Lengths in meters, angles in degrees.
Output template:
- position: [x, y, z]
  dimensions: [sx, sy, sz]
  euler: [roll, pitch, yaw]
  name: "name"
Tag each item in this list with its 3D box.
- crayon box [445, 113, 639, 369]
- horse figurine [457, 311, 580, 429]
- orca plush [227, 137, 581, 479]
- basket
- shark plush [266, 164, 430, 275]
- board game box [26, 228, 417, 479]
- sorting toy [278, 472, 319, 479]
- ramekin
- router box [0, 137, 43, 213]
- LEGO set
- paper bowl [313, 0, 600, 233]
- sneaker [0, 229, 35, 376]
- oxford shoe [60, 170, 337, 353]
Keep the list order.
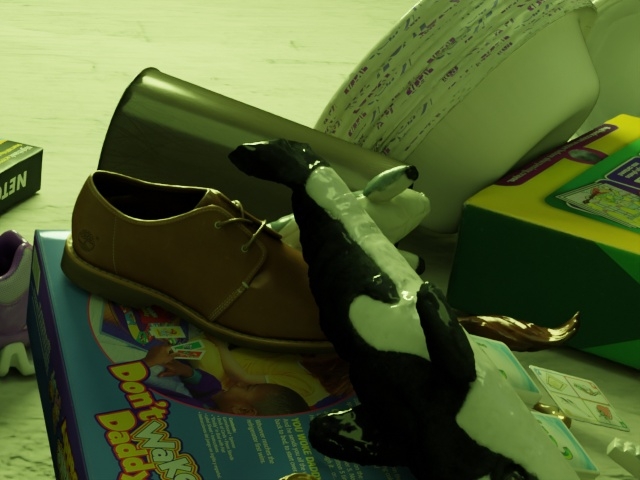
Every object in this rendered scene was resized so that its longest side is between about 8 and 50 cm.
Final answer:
- position: [0.330, 0.010, 1.391]
  dimensions: [0.313, 0.106, 0.363]
  euler: [19, 25, 26]
  name: "crayon box"
- position: [0.064, 0.099, 1.141]
  dimensions: [0.263, 0.066, 0.174]
  euler: [-20, 37, -38]
  name: "horse figurine"
- position: [0.026, 0.068, 0.875]
  dimensions: [0.287, 0.102, 0.151]
  euler: [54, -3, 15]
  name: "orca plush"
- position: [-0.049, -0.031, 1.318]
  dimensions: [0.226, 0.154, 0.204]
  euler: [17, -16, 7]
  name: "basket"
- position: [0.000, 0.000, 1.051]
  dimensions: [0.161, 0.073, 0.067]
  euler: [-23, 22, -13]
  name: "shark plush"
- position: [-0.034, 0.120, 0.949]
  dimensions: [0.233, 0.078, 0.347]
  euler: [0, 34, -18]
  name: "board game box"
- position: [0.015, 0.142, 0.817]
  dimensions: [0.101, 0.042, 0.061]
  euler: [7, 33, -7]
  name: "sorting toy"
- position: [0.360, -0.174, 1.739]
  dimensions: [0.207, 0.207, 0.109]
  euler: [14, 14, 17]
  name: "ramekin"
- position: [-0.344, -0.053, 1.424]
  dimensions: [0.133, 0.046, 0.179]
  euler: [13, 22, 15]
  name: "router box"
- position: [0.196, 0.126, 1.011]
  dimensions: [0.244, 0.060, 0.182]
  euler: [17, 29, -44]
  name: "LEGO set"
- position: [0.134, -0.117, 1.447]
  dimensions: [0.148, 0.284, 0.284]
  euler: [47, 34, 10]
  name: "paper bowl"
- position: [-0.292, 0.043, 1.125]
  dimensions: [0.236, 0.105, 0.095]
  euler: [-7, 27, -28]
  name: "sneaker"
- position: [-0.050, 0.012, 0.968]
  dimensions: [0.212, 0.076, 0.076]
  euler: [15, 31, 2]
  name: "oxford shoe"
